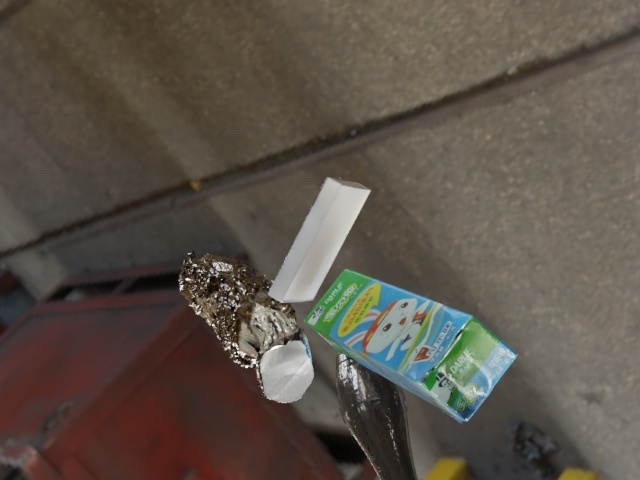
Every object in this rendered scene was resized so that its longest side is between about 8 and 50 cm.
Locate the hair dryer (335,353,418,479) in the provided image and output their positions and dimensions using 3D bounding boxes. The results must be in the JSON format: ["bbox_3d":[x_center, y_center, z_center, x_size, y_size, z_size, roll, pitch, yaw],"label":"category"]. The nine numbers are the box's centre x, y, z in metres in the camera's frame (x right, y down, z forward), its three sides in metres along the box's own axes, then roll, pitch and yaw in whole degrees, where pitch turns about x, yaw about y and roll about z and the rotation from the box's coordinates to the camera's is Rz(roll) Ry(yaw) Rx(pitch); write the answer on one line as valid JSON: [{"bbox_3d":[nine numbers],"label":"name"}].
[{"bbox_3d":[0.073,0.232,1.543,0.219,0.075,0.195,77,174,-73],"label":"hair dryer"}]

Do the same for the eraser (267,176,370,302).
[{"bbox_3d":[0.000,0.000,1.503,0.023,0.150,0.104,31,-171,19],"label":"eraser"}]

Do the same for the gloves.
[{"bbox_3d":[-0.112,0.121,2.109,0.312,0.135,0.210,44,177,35],"label":"gloves"}]

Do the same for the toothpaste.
[{"bbox_3d":[0.061,0.076,1.034,0.050,0.065,0.267,39,174,-18],"label":"toothpaste"}]
